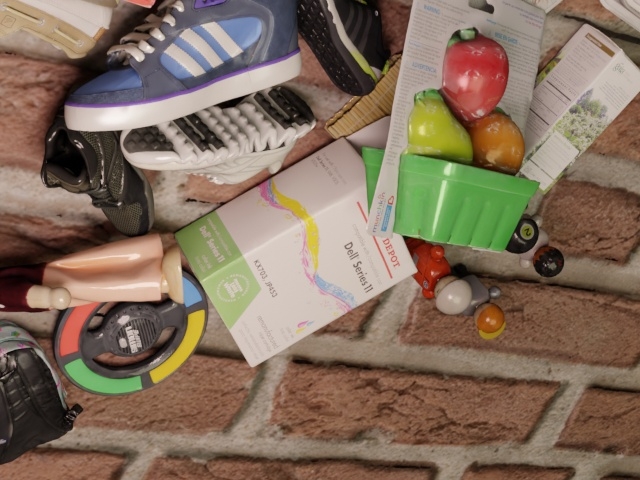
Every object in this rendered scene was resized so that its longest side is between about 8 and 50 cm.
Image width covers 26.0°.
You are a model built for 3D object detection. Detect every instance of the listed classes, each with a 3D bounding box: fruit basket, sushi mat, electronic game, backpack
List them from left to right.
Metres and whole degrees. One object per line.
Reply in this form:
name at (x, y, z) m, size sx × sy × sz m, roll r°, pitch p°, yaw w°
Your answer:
backpack at (-0.422, 0.200, 1.874) m, size 0.152 × 0.115 × 0.182 m, roll -31°, pitch 133°, yaw -24°
electronic game at (-0.266, 0.126, 1.959) m, size 0.229 × 0.048 × 0.229 m, roll -16°, pitch 130°, yaw -20°
sushi mat at (0.144, -0.132, 2.036) m, size 0.151 × 0.019 × 0.316 m, roll -44°, pitch 133°, yaw 5°
fruit basket at (0.181, -0.167, 1.860) m, size 0.327 × 0.165 × 0.353 m, roll 6°, pitch 90°, yaw -52°

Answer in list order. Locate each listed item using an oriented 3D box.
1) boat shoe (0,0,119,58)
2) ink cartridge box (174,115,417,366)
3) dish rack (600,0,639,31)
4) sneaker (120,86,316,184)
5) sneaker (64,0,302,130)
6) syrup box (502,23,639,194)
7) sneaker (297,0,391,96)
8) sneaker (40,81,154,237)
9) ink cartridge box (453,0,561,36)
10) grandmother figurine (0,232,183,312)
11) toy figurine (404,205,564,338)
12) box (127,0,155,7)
boat shoe at (-0.367, -0.276, 1.557) m, size 0.302 × 0.113 × 0.103 m, roll 11°, pitch 111°, yaw -37°
ink cartridge box at (0.000, 0.000, 1.967) m, size 0.353 × 0.119 × 0.207 m, roll -31°, pitch 134°, yaw -4°
dish rack at (0.591, -0.435, 2.053) m, size 0.285 × 0.072 × 0.333 m, roll 23°, pitch 107°, yaw -39°
sneaker at (-0.136, -0.118, 1.799) m, size 0.292 × 0.110 × 0.118 m, roll -11°, pitch 144°, yaw -42°
sneaker at (-0.176, -0.276, 1.652) m, size 0.323 × 0.130 × 0.236 m, roll -20°, pitch 109°, yaw -25°
syrup box at (0.365, -0.196, 2.071) m, size 0.237 × 0.096 × 0.093 m, roll -49°, pitch 135°, yaw 9°
sneaker at (0.026, -0.294, 1.825) m, size 0.097 × 0.084 × 0.234 m, roll -53°, pitch 138°, yaw -21°
sneaker at (-0.284, -0.072, 1.740) m, size 0.130 × 0.087 × 0.227 m, roll -62°, pitch 148°, yaw -41°
ink cartridge box at (0.239, -0.359, 1.918) m, size 0.232 × 0.066 × 0.189 m, roll -43°, pitch 135°, yaw -19°
grandmother figurine at (-0.350, 0.054, 1.777) m, size 0.342 × 0.208 × 0.104 m, roll -5°, pitch 84°, yaw -8°
toy figurine at (0.256, 0.032, 2.117) m, size 0.213 × 0.148 × 0.209 m, roll -44°, pitch 142°, yaw 7°
box at (-0.304, -0.378, 1.499) m, size 0.300 × 0.142 × 0.154 m, roll 10°, pitch 117°, yaw -36°
